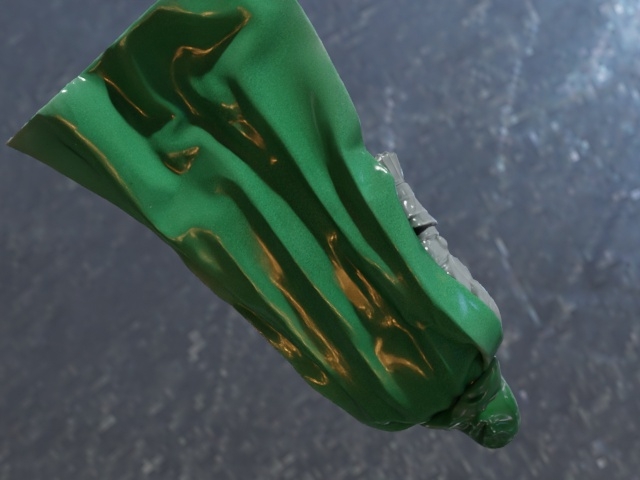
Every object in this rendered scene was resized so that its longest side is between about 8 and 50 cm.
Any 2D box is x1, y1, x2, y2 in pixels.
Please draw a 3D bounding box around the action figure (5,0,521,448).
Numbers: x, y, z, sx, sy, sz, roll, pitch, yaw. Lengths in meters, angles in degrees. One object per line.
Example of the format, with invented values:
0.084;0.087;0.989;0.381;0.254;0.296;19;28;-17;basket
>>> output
0.000;0.000;0.795;0.137;0.232;0.063;-38;8;26;action figure
